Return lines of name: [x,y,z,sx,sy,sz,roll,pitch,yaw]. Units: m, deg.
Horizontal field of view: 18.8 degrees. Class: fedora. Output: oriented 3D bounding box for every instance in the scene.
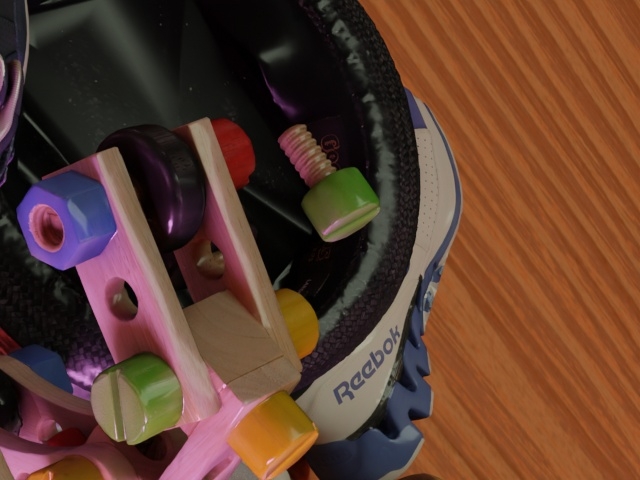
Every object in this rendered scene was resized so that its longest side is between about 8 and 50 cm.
fedora: [-0.108,-0.049,1.141,0.334,0.152,0.334,7,72,-20]

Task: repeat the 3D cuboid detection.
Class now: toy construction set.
toy construction set: [-0.088,0.099,0.854,0.237,0.257,0.309,56,17,16]

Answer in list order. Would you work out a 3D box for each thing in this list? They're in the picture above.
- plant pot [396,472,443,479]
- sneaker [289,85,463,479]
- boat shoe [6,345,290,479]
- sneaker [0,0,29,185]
plant pot: [0.105,0.292,1.280,0.239,0.254,0.254,43,39,-16]
sneaker: [0.000,0.001,1.350,0.182,0.127,0.315,39,46,-46]
boat shoe: [-0.109,0.140,1.166,0.227,0.079,0.081,33,55,-39]
sneaker: [-0.180,-0.091,0.938,0.086,0.163,0.226,20,58,-13]
